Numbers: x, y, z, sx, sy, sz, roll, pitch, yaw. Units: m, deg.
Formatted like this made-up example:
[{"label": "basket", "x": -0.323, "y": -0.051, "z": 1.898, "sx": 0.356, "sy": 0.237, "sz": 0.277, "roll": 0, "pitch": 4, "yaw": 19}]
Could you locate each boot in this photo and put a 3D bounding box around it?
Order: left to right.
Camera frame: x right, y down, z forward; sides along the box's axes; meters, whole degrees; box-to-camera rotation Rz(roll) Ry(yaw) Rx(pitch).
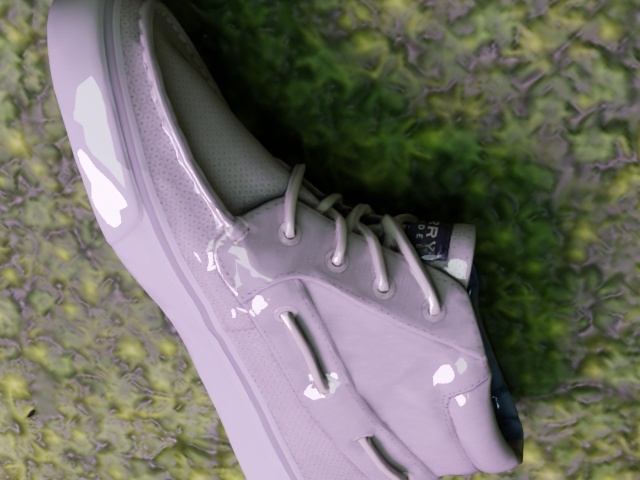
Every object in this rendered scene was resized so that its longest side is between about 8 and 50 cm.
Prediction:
[{"label": "boot", "x": 0.000, "y": 0.000, "z": 0.527, "sx": 0.123, "sy": 0.095, "sz": 0.258, "roll": -14, "pitch": 124, "yaw": 17}]
